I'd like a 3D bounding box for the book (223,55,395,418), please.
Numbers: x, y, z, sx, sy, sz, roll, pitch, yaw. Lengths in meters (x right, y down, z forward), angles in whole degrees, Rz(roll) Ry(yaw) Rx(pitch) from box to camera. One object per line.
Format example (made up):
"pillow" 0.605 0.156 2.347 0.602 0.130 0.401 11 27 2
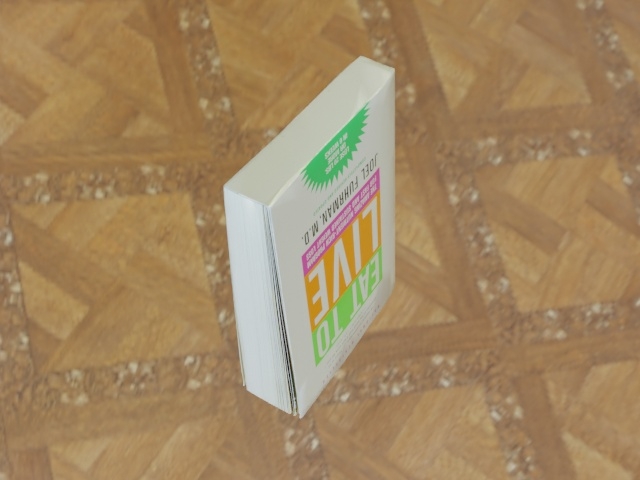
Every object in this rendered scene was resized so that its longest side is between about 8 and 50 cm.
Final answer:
"book" 0.000 0.000 0.587 0.035 0.144 0.096 26 55 25
